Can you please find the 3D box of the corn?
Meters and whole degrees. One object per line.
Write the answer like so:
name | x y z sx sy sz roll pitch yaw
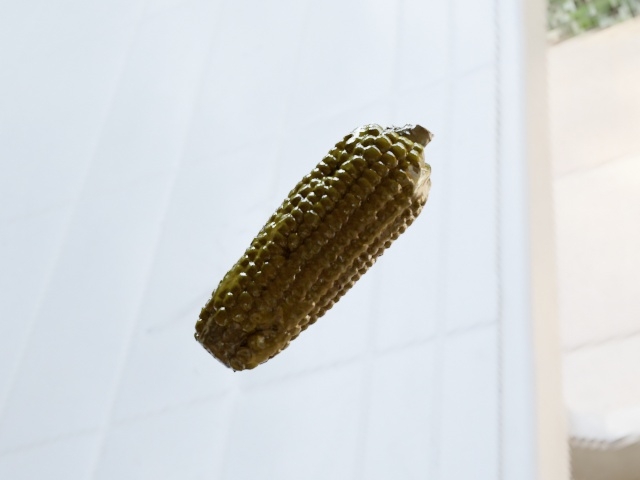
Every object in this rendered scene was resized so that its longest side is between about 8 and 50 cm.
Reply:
corn | 0.000 0.000 1.308 0.262 0.097 0.097 -47 34 -8
